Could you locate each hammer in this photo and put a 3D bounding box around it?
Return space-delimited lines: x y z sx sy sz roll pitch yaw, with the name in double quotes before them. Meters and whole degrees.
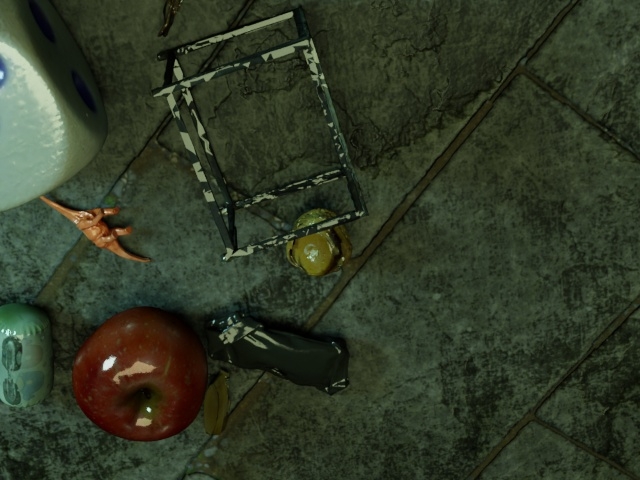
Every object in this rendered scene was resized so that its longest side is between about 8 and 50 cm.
"hammer" -0.684 0.209 2.073 0.336 0.119 0.206 6 116 -1

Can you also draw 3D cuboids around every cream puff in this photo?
"cream puff" 0.000 0.000 2.023 0.119 0.104 0.133 9 112 26

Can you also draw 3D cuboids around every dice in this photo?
"dice" -0.530 -0.239 1.742 0.277 0.304 0.304 -25 116 8

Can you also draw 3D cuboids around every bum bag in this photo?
"bum bag" -0.078 0.218 2.145 0.326 0.079 0.142 20 121 -18

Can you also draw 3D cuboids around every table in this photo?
"table" -0.103 -0.185 1.855 0.272 0.222 0.335 -18 116 3

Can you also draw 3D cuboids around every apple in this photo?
"apple" -0.337 0.255 2.059 0.260 0.216 0.260 -3 116 -5

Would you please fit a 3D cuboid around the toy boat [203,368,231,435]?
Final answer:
"toy boat" -0.210 0.334 2.208 0.047 0.049 0.149 22 116 32

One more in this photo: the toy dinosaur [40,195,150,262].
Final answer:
"toy dinosaur" -0.423 -0.036 1.993 0.101 0.055 0.279 -23 121 32

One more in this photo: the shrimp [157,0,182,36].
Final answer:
"shrimp" -0.251 -0.467 1.785 0.117 0.066 0.262 14 120 -28
